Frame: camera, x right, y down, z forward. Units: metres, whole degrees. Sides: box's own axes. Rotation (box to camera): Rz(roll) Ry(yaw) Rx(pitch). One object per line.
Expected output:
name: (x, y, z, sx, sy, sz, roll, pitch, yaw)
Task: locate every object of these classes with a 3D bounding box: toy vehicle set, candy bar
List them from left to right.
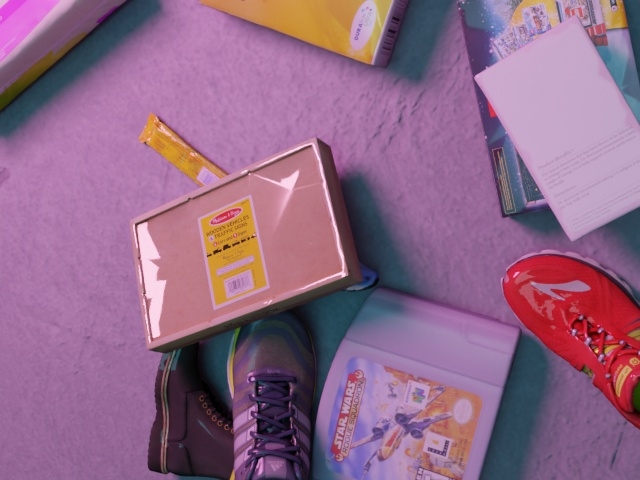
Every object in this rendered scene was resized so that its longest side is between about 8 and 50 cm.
candy bar: (-0.156, -0.094, 1.015, 0.161, 0.018, 0.040, 37, 109, 10)
toy vehicle set: (-0.093, 0.010, 0.939, 0.267, 0.035, 0.166, -21, 67, 23)

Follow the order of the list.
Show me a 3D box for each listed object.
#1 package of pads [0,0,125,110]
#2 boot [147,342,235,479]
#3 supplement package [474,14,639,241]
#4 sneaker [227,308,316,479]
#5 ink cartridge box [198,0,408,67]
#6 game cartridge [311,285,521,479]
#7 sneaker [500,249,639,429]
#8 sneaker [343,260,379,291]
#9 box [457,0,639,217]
package of pads: (-0.397, -0.321, 1.023, 0.296, 0.101, 0.229, -34, 86, 18)
boot: (-0.129, 0.202, 1.022, 0.137, 0.077, 0.198, 11, 108, 9)
supplement package: (0.240, -0.105, 0.792, 0.105, 0.105, 0.179, -30, 88, 19)
sneaker: (-0.050, 0.220, 0.945, 0.111, 0.121, 0.300, -1, 94, -10)
ink cartridge box: (-0.023, -0.381, 0.903, 0.307, 0.072, 0.304, 22, 107, 13)
game cartridge: (0.095, 0.212, 0.953, 0.198, 0.062, 0.297, 14, 101, 12)
sneaker: (0.302, 0.112, 0.838, 0.279, 0.118, 0.107, 40, 106, 10)
sneaker: (0.000, 0.000, 0.953, 0.162, 0.063, 0.073, 34, 102, 11)
box: (0.244, -0.152, 0.865, 0.159, 0.044, 0.233, -11, 93, 19)
